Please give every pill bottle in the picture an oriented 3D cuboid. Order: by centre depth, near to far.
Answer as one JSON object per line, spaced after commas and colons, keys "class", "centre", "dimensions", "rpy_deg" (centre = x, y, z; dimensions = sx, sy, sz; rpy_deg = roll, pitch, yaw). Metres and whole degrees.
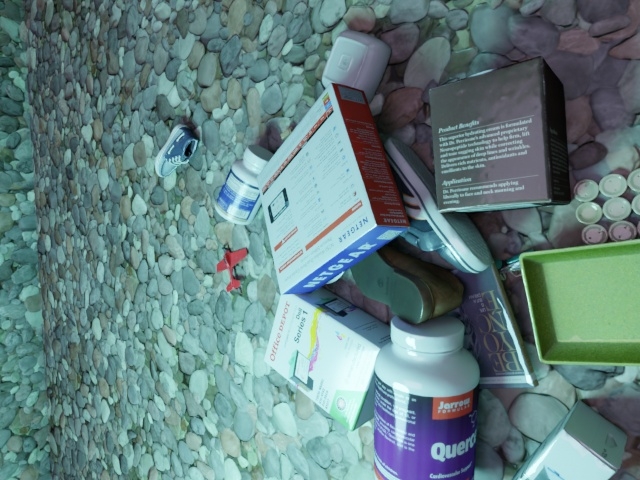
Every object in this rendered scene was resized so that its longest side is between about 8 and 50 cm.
{"class": "pill bottle", "centre": [0.187, 0.300, 0.776], "dimensions": [0.181, 0.181, 0.323], "rpy_deg": [8, 104, 38]}
{"class": "pill bottle", "centre": [-0.186, -0.144, 1.106], "dimensions": [0.112, 0.112, 0.186], "rpy_deg": [46, 118, 27]}

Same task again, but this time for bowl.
{"class": "bowl", "centre": [0.066, -0.377, 0.930], "dimensions": [0.142, 0.053, 0.142], "rpy_deg": [37, 114, 32]}

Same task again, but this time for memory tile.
{"class": "memory tile", "centre": [0.461, -0.031, 0.665], "dimensions": [0.113, 0.012, 0.148], "rpy_deg": [-12, 86, 38]}

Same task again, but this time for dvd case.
{"class": "dvd case", "centre": [0.280, 0.159, 0.787], "dimensions": [0.164, 0.018, 0.221], "rpy_deg": [-29, 75, 53]}

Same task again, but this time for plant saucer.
{"class": "plant saucer", "centre": [0.428, 0.095, 0.669], "dimensions": [0.188, 0.045, 0.188], "rpy_deg": [-10, 93, 38]}

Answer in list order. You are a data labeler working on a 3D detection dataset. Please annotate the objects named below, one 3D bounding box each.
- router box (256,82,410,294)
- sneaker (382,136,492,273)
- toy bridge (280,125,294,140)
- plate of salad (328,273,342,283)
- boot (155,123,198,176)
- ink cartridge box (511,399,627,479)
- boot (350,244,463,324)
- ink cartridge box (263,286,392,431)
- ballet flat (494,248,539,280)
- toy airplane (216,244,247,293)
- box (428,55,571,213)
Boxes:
{"class": "router box", "centre": [-0.002, -0.086, 0.879], "dimensions": [0.335, 0.082, 0.301], "rpy_deg": [-38, 59, 47]}
{"class": "sneaker", "centre": [0.183, -0.046, 0.808], "dimensions": [0.127, 0.126, 0.321], "rpy_deg": [-48, 50, 28]}
{"class": "toy bridge", "centre": [-0.044, -0.194, 1.045], "dimensions": [0.063, 0.026, 0.188], "rpy_deg": [-26, 77, 35]}
{"class": "plate of salad", "centre": [0.000, 0.000, 0.988], "dimensions": [0.200, 0.048, 0.199], "rpy_deg": [-3, 87, 51]}
{"class": "boot", "centre": [-0.444, -0.258, 1.329], "dimensions": [0.086, 0.069, 0.190], "rpy_deg": [48, 118, 29]}
{"class": "ink cartridge box", "centre": [0.374, 0.363, 0.676], "dimensions": [0.082, 0.140, 0.190], "rpy_deg": [38, 114, 32]}
{"class": "boot", "centre": [0.152, 0.064, 0.852], "dimensions": [0.305, 0.115, 0.112], "rpy_deg": [-139, 46, -56]}
{"class": "ink cartridge box", "centre": [0.021, 0.243, 0.962], "dimensions": [0.278, 0.117, 0.201], "rpy_deg": [27, 109, 35]}
{"class": "ballet flat", "centre": [0.328, 0.050, 0.761], "dimensions": [0.114, 0.041, 0.041], "rpy_deg": [-23, 79, 38]}
{"class": "toy airplane", "centre": [-0.256, 0.082, 1.228], "dimensions": [0.151, 0.028, 0.151], "rpy_deg": [4, 96, 40]}
{"class": "box", "centre": [0.291, -0.149, 0.693], "dimensions": [0.168, 0.167, 0.203], "rpy_deg": [-3, 91, 39]}
